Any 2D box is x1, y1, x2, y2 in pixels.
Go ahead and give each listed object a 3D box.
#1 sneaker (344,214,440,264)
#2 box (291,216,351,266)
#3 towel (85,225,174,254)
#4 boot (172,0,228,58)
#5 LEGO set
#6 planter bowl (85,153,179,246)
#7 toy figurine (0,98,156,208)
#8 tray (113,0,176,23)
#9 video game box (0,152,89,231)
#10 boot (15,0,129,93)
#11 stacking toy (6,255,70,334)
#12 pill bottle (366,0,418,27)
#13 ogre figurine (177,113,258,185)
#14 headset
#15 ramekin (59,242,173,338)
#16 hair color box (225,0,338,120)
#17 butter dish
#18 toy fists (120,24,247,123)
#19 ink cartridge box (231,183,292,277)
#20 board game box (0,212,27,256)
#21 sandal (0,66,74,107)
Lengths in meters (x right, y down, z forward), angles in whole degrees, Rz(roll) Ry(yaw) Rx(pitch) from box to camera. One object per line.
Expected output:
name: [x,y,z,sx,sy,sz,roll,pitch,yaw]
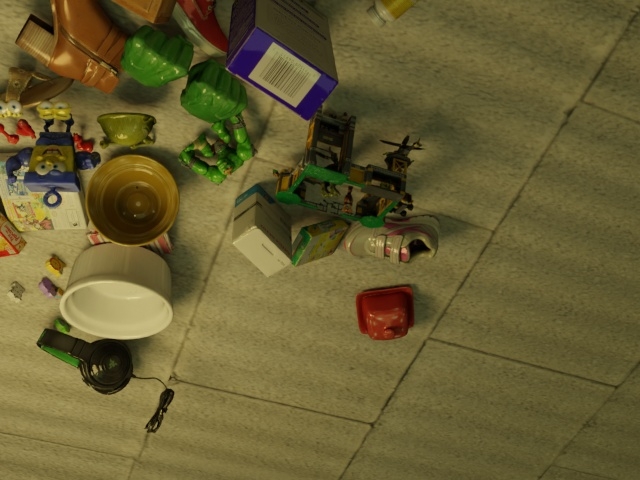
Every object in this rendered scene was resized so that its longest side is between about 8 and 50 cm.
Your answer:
sneaker: [0.186,0.004,1.899,0.252,0.111,0.103,-8,126,3]
box: [0.000,0.000,1.881,0.179,0.043,0.105,-14,142,-50]
towel: [-0.475,0.001,1.879,0.197,0.029,0.144,-1,157,-2]
boot: [-0.223,-0.507,1.523,0.176,0.088,0.244,-30,119,16]
LEGO set: [0.062,-0.182,1.753,0.331,0.192,0.255,12,154,-8]
planter bowl: [-0.441,-0.092,1.783,0.217,0.090,0.217,0,87,-6]
toy figurine: [-0.544,-0.162,1.632,0.362,0.217,0.191,1,158,-8]
tray: [-0.430,-0.582,1.352,0.410,0.076,0.203,29,113,5]
video game box: [-0.672,-0.117,1.802,0.187,0.048,0.205,-3,126,-3]
boot: [-0.463,-0.450,1.541,0.220,0.109,0.283,28,109,-30]
stacking toy: [-0.699,0.156,1.997,0.167,0.052,0.221,-29,123,17]
pill bottle: [0.154,-0.499,1.559,0.116,0.065,0.065,-38,120,21]
ogre figurine: [-0.228,-0.210,1.736,0.197,0.097,0.118,-40,102,6]
headset: [-0.589,0.368,2.027,0.394,0.185,0.243,24,159,-5]
ramekin: [-0.508,0.126,1.898,0.277,0.135,0.277,-1,144,-1]
hair color box: [-0.077,-0.389,1.456,0.185,0.339,0.110,30,120,-23]
butter dish: [0.183,0.221,2.053,0.160,0.118,0.160,-7,125,2]
toy fists: [-0.278,-0.348,1.567,0.279,0.096,0.142,32,162,-27]
ink cartridge box: [-0.139,-0.026,1.809,0.082,0.191,0.139,-32,121,20]
board game box: [-0.833,-0.041,1.823,0.146,0.045,0.193,-9,128,29]
sandal: [-0.662,-0.334,1.620,0.240,0.088,0.079,-15,132,13]
